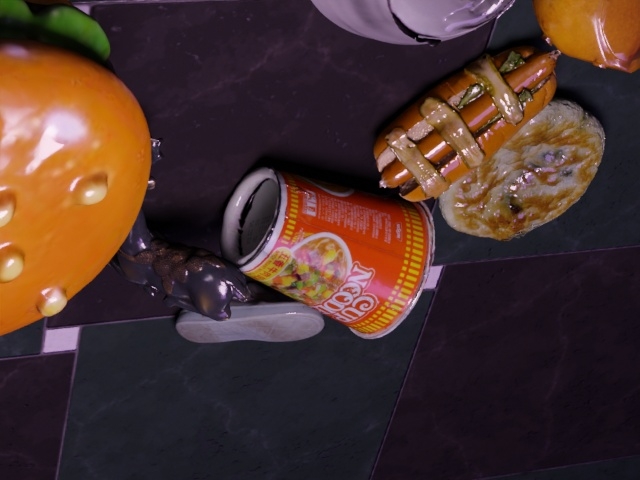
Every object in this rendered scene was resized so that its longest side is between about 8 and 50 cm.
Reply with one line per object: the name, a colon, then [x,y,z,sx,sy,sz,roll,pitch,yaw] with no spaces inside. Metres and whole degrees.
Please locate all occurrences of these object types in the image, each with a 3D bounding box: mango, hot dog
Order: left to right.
hot dog: [0.177,-0.147,2.092,0.269,0.072,0.109,-37,97,7]
mango: [0.335,-0.305,1.949,0.236,0.166,0.136,-43,117,-5]

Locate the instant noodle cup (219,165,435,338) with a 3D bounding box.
instant noodle cup: [0.000,0.000,2.112,0.212,0.193,0.193,21,122,-31]

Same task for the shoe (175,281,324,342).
shoe: [-0.090,0.084,2.216,0.195,0.078,0.079,-8,149,18]

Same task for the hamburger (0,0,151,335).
hamburger: [-0.352,-0.082,1.723,0.396,0.277,0.396,-21,139,-19]

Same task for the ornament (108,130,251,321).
ornament: [-0.178,-0.022,1.982,0.080,0.202,0.236,-51,151,-34]

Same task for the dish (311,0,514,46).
dish: [0.135,-0.313,1.890,0.316,0.106,0.316,-14,138,-13]

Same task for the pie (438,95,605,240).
pie: [0.256,-0.091,2.223,0.240,0.054,0.240,-14,140,-13]
